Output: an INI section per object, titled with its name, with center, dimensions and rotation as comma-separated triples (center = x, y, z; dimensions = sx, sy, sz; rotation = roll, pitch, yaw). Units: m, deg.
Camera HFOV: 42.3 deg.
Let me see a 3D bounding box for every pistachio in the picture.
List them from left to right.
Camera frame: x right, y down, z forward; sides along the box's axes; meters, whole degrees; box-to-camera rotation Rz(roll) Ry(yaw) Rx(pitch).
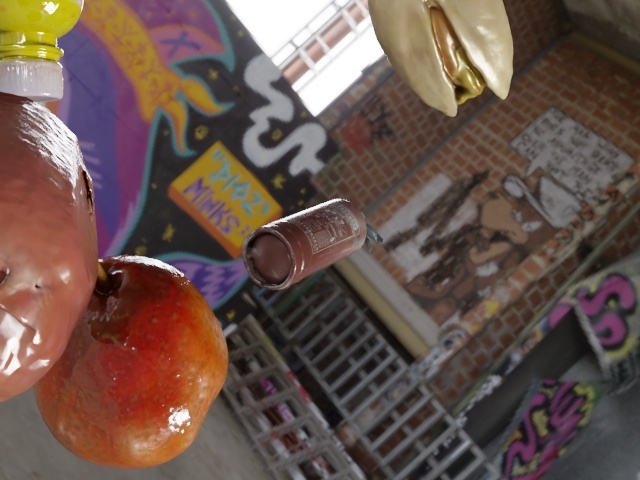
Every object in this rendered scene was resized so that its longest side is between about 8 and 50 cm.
[pistachio]
center = 0.178, -0.320, 1.235
dimensions = 0.187, 0.187, 0.299
rotation = 47, -6, 47

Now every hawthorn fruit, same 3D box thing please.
[hawthorn fruit]
center = -0.190, 0.095, 0.788
dimensions = 0.196, 0.196, 0.226
rotation = 47, -28, 47

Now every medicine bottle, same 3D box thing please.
[medicine bottle]
center = -0.319, -0.260, 0.896
dimensions = 0.122, 0.121, 0.213
rotation = -134, -137, -86

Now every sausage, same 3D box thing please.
[sausage]
center = -0.218, -0.006, 0.521
dimensions = 0.152, 0.152, 0.280
rotation = 48, 7, -27

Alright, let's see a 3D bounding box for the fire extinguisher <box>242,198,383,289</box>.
[fire extinguisher]
center = 0.000, 0.000, 1.258
dimensions = 0.105, 0.105, 0.269
rotation = 47, 32, 13
